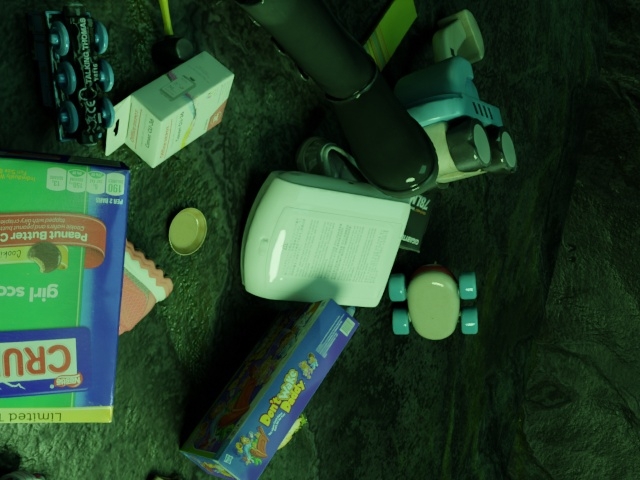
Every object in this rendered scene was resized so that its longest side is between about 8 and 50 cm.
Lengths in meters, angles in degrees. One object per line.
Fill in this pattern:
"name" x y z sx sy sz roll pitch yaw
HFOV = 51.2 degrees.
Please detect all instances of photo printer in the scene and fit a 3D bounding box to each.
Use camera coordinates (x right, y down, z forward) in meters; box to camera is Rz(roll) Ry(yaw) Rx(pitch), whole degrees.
"photo printer" 0.000 0.000 1.300 0.307 0.107 0.256 6 111 -26

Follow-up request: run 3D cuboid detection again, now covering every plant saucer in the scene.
"plant saucer" -0.233 -0.017 1.156 0.083 0.015 0.083 -22 119 -47

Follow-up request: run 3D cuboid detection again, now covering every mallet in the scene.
"mallet" -0.230 -0.360 1.004 0.039 0.062 0.190 -26 121 -48

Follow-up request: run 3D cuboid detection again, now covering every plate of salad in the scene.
"plate of salad" -0.078 0.389 1.380 0.200 0.048 0.200 -54 -177 4

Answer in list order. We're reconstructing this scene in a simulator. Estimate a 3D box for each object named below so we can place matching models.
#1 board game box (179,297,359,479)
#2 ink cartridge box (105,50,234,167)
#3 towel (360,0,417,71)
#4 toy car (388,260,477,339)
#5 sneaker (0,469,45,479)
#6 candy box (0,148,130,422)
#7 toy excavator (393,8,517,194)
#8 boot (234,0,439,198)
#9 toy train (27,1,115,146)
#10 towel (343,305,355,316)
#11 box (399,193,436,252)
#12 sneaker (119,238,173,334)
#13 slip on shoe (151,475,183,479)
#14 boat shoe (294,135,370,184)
"board game box" -0.098 0.276 1.249 0.078 0.233 0.347 43 62 -13
"ink cartridge box" -0.229 -0.190 1.015 0.198 0.067 0.115 -44 171 -35
"towel" 0.150 -0.467 1.503 0.237 0.021 0.102 -58 146 -23
"toy car" 0.307 0.124 1.803 0.238 0.219 0.210 -72 156 -59
"sneaker" -0.452 0.373 0.944 0.252 0.103 0.111 54 47 -45
"candy box" -0.379 0.053 0.804 0.268 0.122 0.317 4 101 -18
"toy excavator" 0.291 -0.341 1.511 0.433 0.222 0.445 -3 82 -55
"boot" 0.022 -0.301 1.149 0.146 0.367 0.445 -35 145 9
"toy train" -0.329 -0.219 0.887 0.080 0.105 0.184 -18 116 -43
"towel" -0.038 0.267 1.390 0.034 0.209 0.285 37 65 -3
"box" 0.188 -0.137 1.621 0.295 0.073 0.293 17 87 -53
"sneaker" -0.338 0.033 0.955 0.136 0.116 0.314 -55 138 -20
"slip on shoe" -0.268 0.463 1.248 0.135 0.051 0.041 28 81 -45
"boat shoe" 0.074 -0.090 1.401 0.118 0.103 0.320 -48 123 -13
